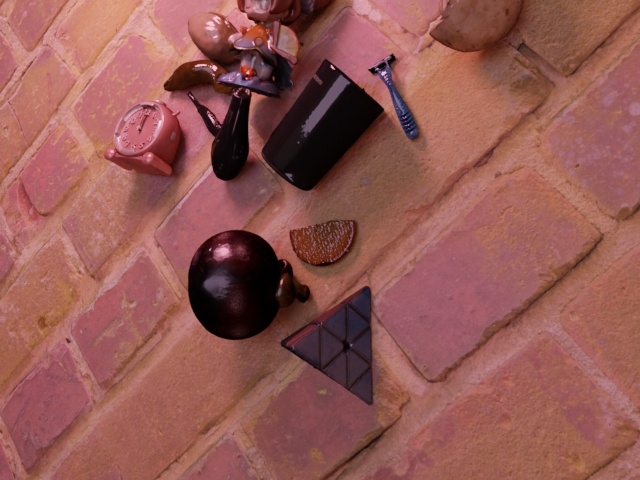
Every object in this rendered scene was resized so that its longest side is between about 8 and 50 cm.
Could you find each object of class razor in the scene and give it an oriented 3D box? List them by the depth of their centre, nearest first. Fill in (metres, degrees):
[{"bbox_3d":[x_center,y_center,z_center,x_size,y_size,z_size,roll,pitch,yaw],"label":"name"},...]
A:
[{"bbox_3d":[0.202,-0.383,1.478,0.082,0.042,0.253,-26,73,20],"label":"razor"}]

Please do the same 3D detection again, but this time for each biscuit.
[{"bbox_3d":[0.007,0.010,1.531,0.206,0.025,0.125,-9,79,26],"label":"biscuit"}]

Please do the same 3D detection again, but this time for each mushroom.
[{"bbox_3d":[0.389,-0.572,1.351,0.189,0.195,0.253,31,92,-7],"label":"mushroom"}]

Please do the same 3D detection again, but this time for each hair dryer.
[{"bbox_3d":[-0.321,-0.381,1.655,0.359,0.120,0.303,50,142,30],"label":"hair dryer"}]

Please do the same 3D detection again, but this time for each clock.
[{"bbox_3d":[-0.557,-0.342,1.808,0.227,0.142,0.241,9,78,27],"label":"clock"}]

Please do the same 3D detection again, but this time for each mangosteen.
[{"bbox_3d":[-0.212,0.119,1.484,0.293,0.297,0.297,2,84,29],"label":"mangosteen"}]

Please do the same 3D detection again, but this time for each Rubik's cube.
[{"bbox_3d":[0.018,0.269,1.424,0.233,0.228,0.228,1,37,-8],"label":"Rubik's cube"}]

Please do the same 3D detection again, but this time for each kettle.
[{"bbox_3d":[-0.022,-0.322,1.497,0.308,0.203,0.262,-49,68,16],"label":"kettle"}]

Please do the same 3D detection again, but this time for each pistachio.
[{"bbox_3d":[-0.336,-0.643,1.738,0.223,0.126,0.152,42,138,25],"label":"pistachio"}]

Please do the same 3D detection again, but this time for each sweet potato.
[{"bbox_3d":[-0.401,-0.521,1.774,0.286,0.085,0.112,2,94,27],"label":"sweet potato"}]

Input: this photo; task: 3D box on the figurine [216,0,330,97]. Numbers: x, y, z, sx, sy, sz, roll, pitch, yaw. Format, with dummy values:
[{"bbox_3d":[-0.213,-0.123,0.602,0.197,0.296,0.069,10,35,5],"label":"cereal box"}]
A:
[{"bbox_3d":[-0.141,-0.617,1.593,0.277,0.248,0.387,16,100,25],"label":"figurine"}]
